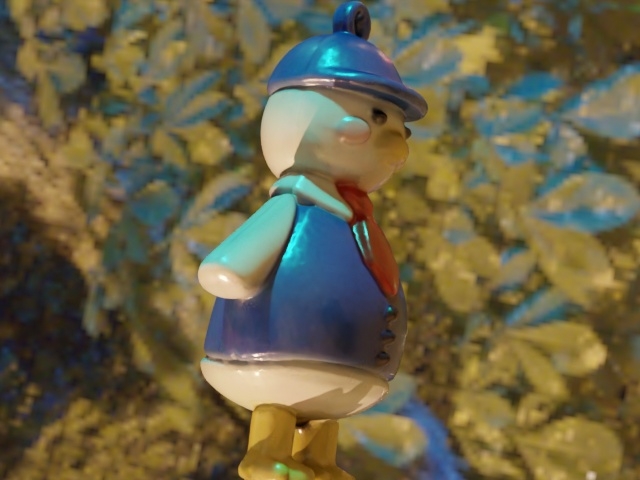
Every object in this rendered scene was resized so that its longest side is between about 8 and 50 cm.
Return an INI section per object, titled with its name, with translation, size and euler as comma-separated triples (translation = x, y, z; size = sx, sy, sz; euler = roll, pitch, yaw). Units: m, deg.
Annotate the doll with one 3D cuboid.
[doll]
translation = 0.000, 0.000, 0.515
size = 0.098, 0.057, 0.143
euler = 25, -110, -55
